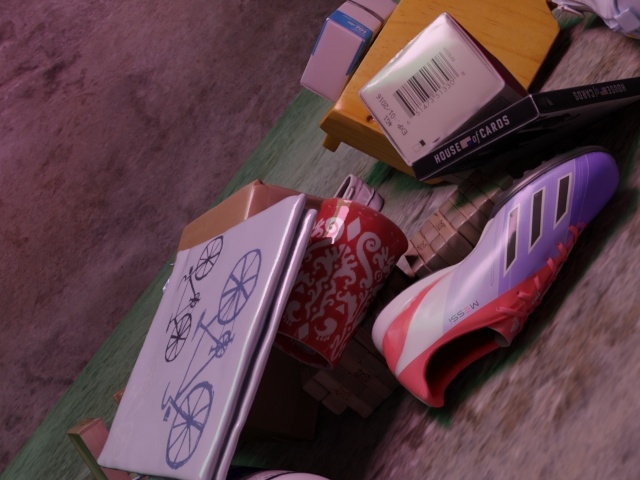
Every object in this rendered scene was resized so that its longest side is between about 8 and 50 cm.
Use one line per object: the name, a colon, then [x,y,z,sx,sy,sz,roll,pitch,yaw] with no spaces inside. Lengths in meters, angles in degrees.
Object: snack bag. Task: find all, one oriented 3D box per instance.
snack bag: [-0.143,0.127,0.882,0.343,0.037,0.323,-21,46,55]

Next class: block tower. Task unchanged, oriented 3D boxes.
block tower: [0.119,0.063,0.908,0.335,0.091,0.097,-46,17,10]

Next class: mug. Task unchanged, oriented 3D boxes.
mug: [0.020,0.062,0.876,0.113,0.150,0.169,15,64,31]

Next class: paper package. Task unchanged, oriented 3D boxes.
paper package: [-0.116,0.116,1.105,0.309,0.168,0.324,-23,52,59]

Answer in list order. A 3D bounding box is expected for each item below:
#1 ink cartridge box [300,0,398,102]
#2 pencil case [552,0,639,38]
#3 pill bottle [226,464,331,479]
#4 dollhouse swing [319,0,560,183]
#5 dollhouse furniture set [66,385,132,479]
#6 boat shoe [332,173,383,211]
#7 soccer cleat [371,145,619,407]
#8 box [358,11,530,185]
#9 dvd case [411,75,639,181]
ink cartridge box: [0.053,-0.356,1.375,0.190,0.082,0.139,-54,-6,-48]
pencil case: [0.402,-0.349,1.033,0.124,0.113,0.273,-29,22,10]
pill bottle: [-0.044,0.293,0.715,0.265,0.153,0.153,-22,32,58]
dollhouse swing: [0.191,-0.261,1.316,0.346,0.315,0.305,-59,-13,-12]
dollhouse furniture set: [-0.305,0.344,1.391,0.242,0.161,0.212,-34,6,-32]
boat shoe: [0.000,0.000,1.358,0.267,0.088,0.096,-50,17,-1]
soccer cleat: [0.195,0.039,0.785,0.318,0.109,0.116,-43,41,10]
box: [0.180,-0.170,0.990,0.149,0.126,0.232,-41,-21,20]
dvd case: [0.245,-0.129,0.878,0.239,0.029,0.179,-17,-8,-40]
